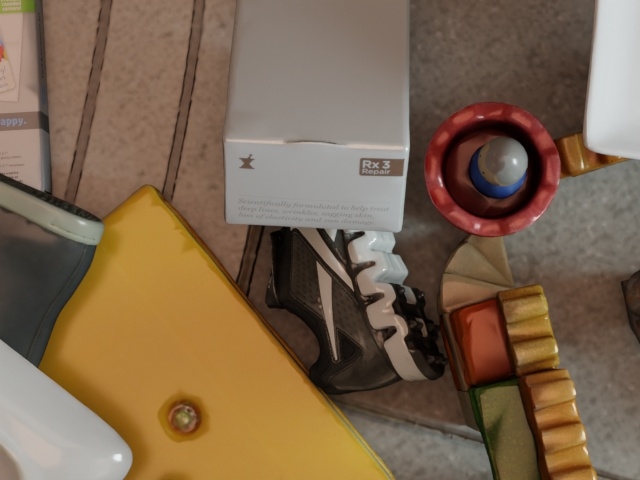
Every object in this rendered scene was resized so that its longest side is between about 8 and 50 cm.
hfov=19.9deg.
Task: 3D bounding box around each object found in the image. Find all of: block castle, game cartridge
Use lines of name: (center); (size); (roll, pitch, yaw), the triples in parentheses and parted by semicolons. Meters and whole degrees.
block castle: (0.249, 0.107, 1.163); (0.303, 0.213, 0.453); (-15, 86, 0)
game cartridge: (-0.151, 0.170, 1.249); (0.323, 0.052, 0.285); (-39, 86, 1)

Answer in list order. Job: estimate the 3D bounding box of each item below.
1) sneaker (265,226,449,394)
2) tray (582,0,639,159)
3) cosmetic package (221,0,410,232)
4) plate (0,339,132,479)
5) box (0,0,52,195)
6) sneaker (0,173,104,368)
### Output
sneaker: (0.000, 0.000, 1.239); (0.106, 0.078, 0.234); (-24, 74, 18)
tray: (0.290, -0.099, 1.099); (0.270, 0.030, 0.145); (9, 75, -7)
cosmetic package: (0.000, -0.115, 1.186); (0.117, 0.085, 0.231); (3, 49, 1)
plate: (-0.307, 0.156, 1.176); (0.277, 0.045, 0.278); (40, 102, 0)
box: (-0.266, -0.119, 1.274); (0.145, 0.038, 0.186); (-3, 85, 0)
sneaker: (-0.264, -0.002, 1.202); (0.222, 0.083, 0.118); (24, 92, 11)
